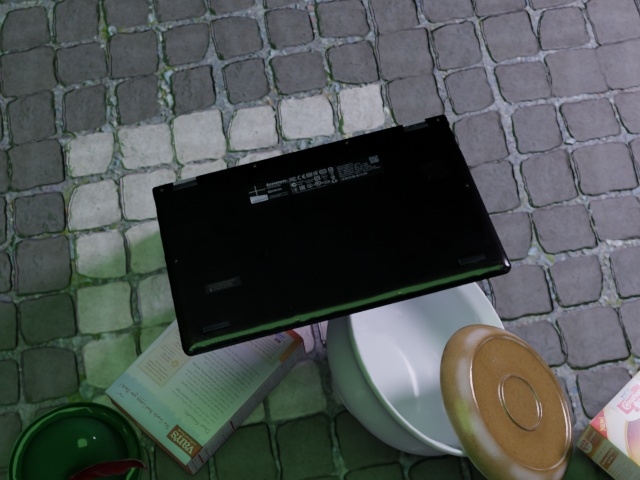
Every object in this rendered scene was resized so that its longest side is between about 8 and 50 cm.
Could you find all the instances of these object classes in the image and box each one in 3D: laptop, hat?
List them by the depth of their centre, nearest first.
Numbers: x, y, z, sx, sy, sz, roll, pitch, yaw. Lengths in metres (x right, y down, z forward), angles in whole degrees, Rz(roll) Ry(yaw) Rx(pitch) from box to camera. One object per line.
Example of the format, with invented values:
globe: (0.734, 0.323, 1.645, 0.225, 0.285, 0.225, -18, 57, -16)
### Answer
hat: (-0.322, 0.263, 1.509, 0.208, 0.183, 0.173, -15, 66, -3)
laptop: (0.000, 0.000, 1.523, 0.381, 0.236, 0.408, -15, 50, -3)

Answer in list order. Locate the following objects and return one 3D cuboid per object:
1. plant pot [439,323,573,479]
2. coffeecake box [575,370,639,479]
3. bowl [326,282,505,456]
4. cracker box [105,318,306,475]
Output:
plant pot: (0.247, 0.210, 1.502, 0.236, 0.032, 0.236, 25, 48, -31)
coffeecake box: (0.447, 0.267, 1.511, 0.185, 0.068, 0.142, 41, 60, 20)
bowl: (0.108, 0.159, 1.528, 0.298, 0.134, 0.298, 26, 47, -31)
cracker box: (-0.153, 0.179, 1.602, 0.155, 0.067, 0.232, 39, 73, 18)
